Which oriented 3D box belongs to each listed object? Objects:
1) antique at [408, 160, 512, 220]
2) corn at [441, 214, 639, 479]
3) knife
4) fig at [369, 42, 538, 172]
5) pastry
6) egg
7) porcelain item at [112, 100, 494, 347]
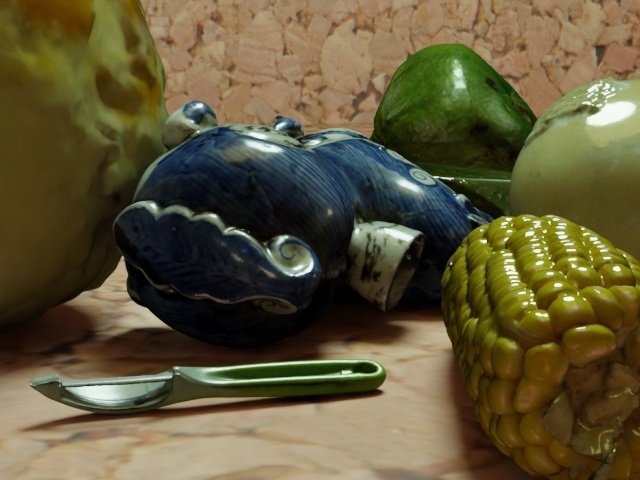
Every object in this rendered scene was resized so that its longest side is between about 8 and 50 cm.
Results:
[{"bbox_3d":[0.066,-0.023,0.942,0.221,0.081,0.080,6,15,15],"label":"antique"},{"bbox_3d":[0.110,0.037,0.566,0.102,0.101,0.310,0,10,3],"label":"corn"},{"bbox_3d":[-0.054,0.073,0.594,0.184,0.026,0.022,-1,49,-16],"label":"knife"},{"bbox_3d":[0.135,-0.118,1.427,0.235,0.203,0.203,-37,-4,20],"label":"fig"},{"bbox_3d":[-0.286,-0.114,0.745,0.389,0.312,0.388,3,22,-1],"label":"pastry"},{"bbox_3d":[0.222,-0.034,0.812,0.202,0.164,0.164,-9,13,-35],"label":"egg"},{"bbox_3d":[0.000,0.000,0.766,0.186,0.137,0.288,22,13,21],"label":"porcelain item"}]
